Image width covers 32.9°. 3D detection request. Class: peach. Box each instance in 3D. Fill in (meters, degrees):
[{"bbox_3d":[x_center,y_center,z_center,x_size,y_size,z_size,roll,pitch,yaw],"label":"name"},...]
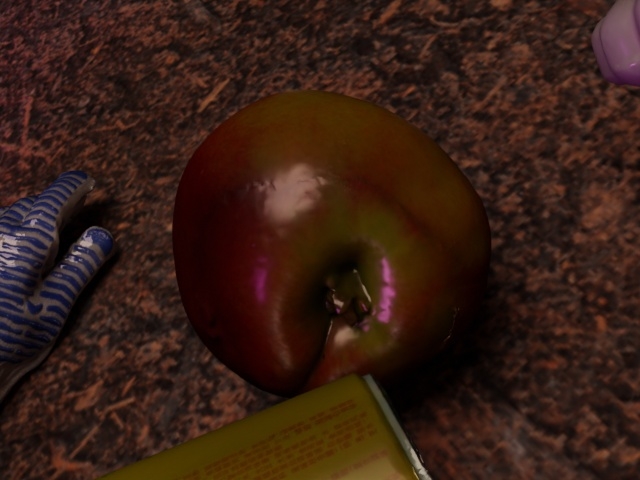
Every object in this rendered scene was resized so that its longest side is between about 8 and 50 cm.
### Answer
[{"bbox_3d":[0.000,0.000,0.641,0.197,0.197,0.197,-15,51,20],"label":"peach"}]

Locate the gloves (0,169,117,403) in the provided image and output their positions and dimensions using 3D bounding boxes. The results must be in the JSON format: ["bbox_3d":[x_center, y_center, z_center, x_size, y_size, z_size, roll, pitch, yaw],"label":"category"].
[{"bbox_3d":[-0.237,0.039,0.812,0.119,0.097,0.229,23,62,7],"label":"gloves"}]

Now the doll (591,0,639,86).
[{"bbox_3d":[0.279,-0.152,0.584,0.237,0.111,0.252,-22,0,-39],"label":"doll"}]

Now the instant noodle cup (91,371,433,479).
[{"bbox_3d":[-0.044,0.182,0.528,0.236,0.215,0.215,-28,47,-3],"label":"instant noodle cup"}]
